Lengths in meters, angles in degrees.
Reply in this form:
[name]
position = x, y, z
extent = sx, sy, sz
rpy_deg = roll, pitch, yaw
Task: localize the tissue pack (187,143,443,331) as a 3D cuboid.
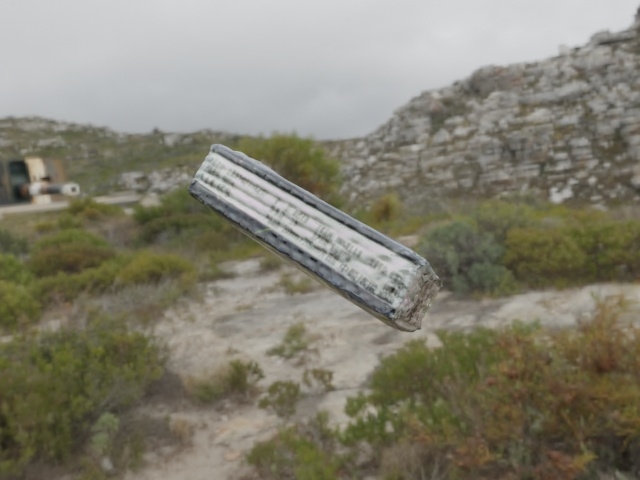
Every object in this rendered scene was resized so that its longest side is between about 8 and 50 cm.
[tissue pack]
position = 0.000, 0.000, 0.786
extent = 0.235, 0.073, 0.173
rpy_deg = 31, -1, 18
